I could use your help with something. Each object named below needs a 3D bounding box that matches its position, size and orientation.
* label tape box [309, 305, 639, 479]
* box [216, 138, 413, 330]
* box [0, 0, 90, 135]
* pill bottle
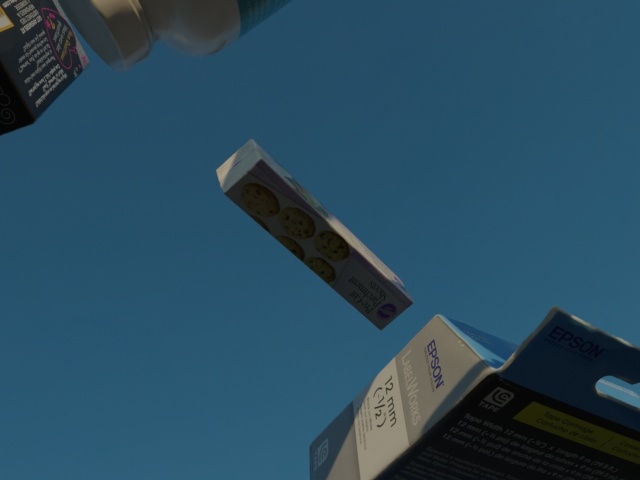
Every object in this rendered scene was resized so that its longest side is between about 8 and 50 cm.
[{"bbox_3d":[0.181,0.179,0.720,0.249,0.115,0.347,23,-55,-21],"label":"label tape box"},{"bbox_3d":[0.000,0.000,0.991,0.067,0.063,0.324,-40,-56,10],"label":"box"},{"bbox_3d":[-0.367,-0.157,0.701,0.247,0.163,0.142,-15,-62,13],"label":"box"},{"bbox_3d":[-0.068,-0.235,0.569,0.264,0.146,0.146,-41,-52,-16],"label":"pill bottle"}]
